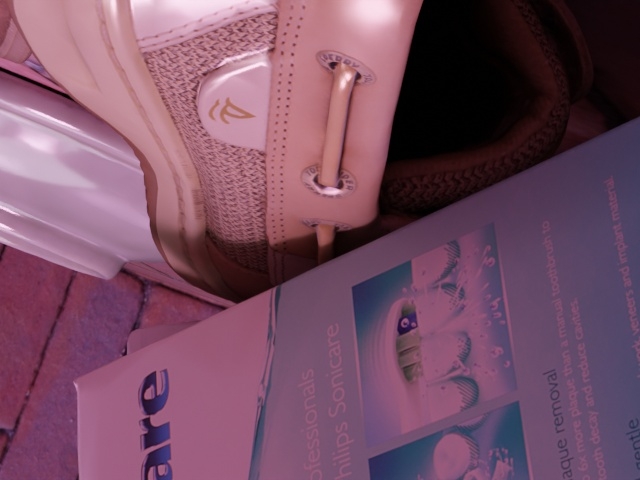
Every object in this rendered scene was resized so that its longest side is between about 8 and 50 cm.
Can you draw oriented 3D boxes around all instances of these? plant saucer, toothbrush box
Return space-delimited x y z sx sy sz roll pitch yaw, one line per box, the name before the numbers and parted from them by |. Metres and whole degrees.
plant saucer | -0.238 -0.053 1.464 0.400 0.100 0.400 21 174 2
toothbrush box | 0.109 0.074 0.530 0.295 0.126 0.216 -27 145 32

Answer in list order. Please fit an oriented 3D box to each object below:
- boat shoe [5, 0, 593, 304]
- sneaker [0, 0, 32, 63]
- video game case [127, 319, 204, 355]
boat shoe | 0.016 -0.035 0.555 0.110 0.122 0.341 21 173 16
sneaker | -0.133 -0.107 0.710 0.071 0.066 0.188 24 173 -16
video game case | 0.049 0.079 0.684 0.206 0.026 0.227 -6 151 0
